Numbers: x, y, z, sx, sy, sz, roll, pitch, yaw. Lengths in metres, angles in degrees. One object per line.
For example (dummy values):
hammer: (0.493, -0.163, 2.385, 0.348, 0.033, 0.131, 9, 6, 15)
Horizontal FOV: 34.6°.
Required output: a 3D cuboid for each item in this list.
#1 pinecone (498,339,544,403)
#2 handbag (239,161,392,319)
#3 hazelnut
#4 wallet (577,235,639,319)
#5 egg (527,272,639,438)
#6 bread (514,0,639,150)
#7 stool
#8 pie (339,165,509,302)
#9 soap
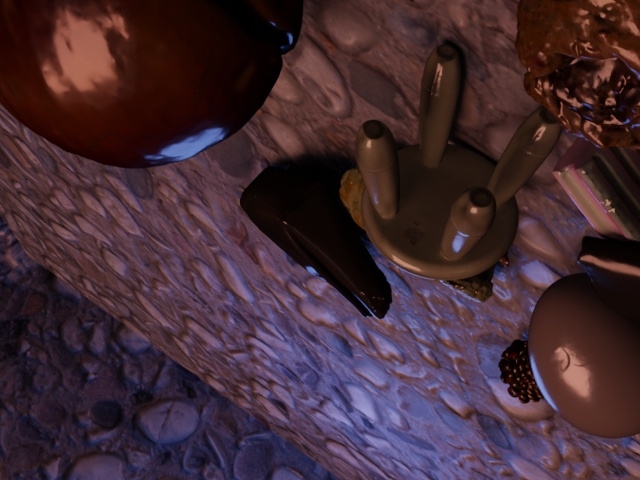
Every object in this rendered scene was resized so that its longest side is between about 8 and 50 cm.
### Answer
pinecone: (0.320, 0.199, 1.570, 0.102, 0.102, 0.109, 37, 176, 11)
handbag: (0.000, 0.000, 1.647, 0.257, 0.113, 0.285, 51, 172, -19)
hazelnut: (-0.239, -0.278, 1.195, 0.429, 0.402, 0.402, 40, 162, 37)
wallet: (0.463, 0.079, 1.067, 0.377, 0.051, 0.197, 16, 168, 31)
egg: (0.353, 0.142, 1.301, 0.176, 0.176, 0.232, 5, 131, 55)
bread: (0.274, -0.169, 0.923, 0.230, 0.123, 0.230, 32, 154, 18)
stool: (0.147, -0.081, 1.199, 0.195, 0.195, 0.199, 34, 155, 18)
pie: (0.141, -0.006, 1.472, 0.274, 0.105, 0.257, 36, 168, 16)
soap: (0.325, -0.052, 1.083, 0.149, 0.100, 0.056, 48, 159, -18)
